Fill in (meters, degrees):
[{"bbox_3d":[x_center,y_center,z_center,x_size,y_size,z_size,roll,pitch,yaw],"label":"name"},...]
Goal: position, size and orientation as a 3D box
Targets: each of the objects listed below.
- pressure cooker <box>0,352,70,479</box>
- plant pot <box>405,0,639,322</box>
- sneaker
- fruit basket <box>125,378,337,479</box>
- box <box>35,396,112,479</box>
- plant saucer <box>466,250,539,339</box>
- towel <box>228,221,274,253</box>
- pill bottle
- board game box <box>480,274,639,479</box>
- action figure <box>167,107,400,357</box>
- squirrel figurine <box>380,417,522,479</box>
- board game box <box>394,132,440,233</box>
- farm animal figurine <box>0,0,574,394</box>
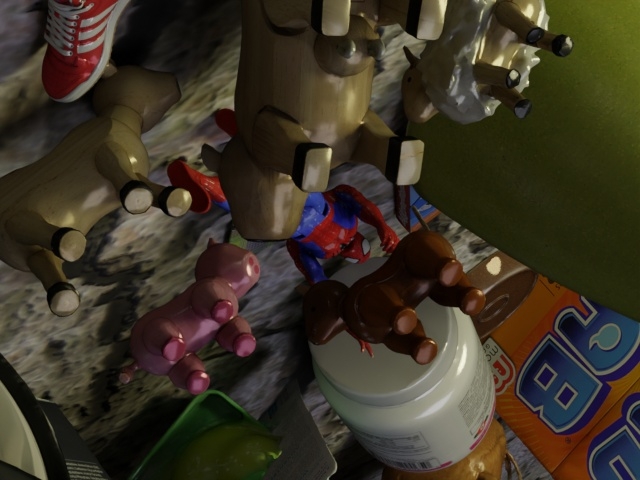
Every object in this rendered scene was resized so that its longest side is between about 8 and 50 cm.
[{"bbox_3d":[-0.317,0.209,0.889,0.370,0.375,0.420,-20,150,-36],"label":"pressure cooker"},{"bbox_3d":[0.267,-0.052,1.379,0.275,0.293,0.274,-28,143,-24],"label":"plant pot"},{"bbox_3d":[-0.146,-0.131,0.967,0.067,0.042,0.118,-11,136,-57],"label":"sneaker"},{"bbox_3d":[-0.101,0.281,1.450,0.327,0.165,0.353,-50,-165,0],"label":"fruit basket"},{"bbox_3d":[-0.231,0.242,1.302,0.153,0.207,0.108,-44,156,10],"label":"box"},{"bbox_3d":[0.188,0.069,1.889,0.168,0.029,0.168,-35,158,-17],"label":"plant saucer"},{"bbox_3d":[-0.045,-0.012,1.391,0.083,0.009,0.060,-28,155,-27],"label":"towel"},{"bbox_3d":[0.080,0.123,1.641,0.160,0.160,0.283,-39,158,-4],"label":"pill bottle"},{"bbox_3d":[0.469,0.138,2.034,0.356,0.356,0.356,-9,142,-52],"label":"board game box"},{"bbox_3d":[0.000,0.000,1.309,0.091,0.139,0.280,-45,157,8],"label":"action figure"},{"bbox_3d":[0.083,0.377,1.989,0.397,0.281,0.370,-23,146,-41],"label":"squirrel figurine"},{"bbox_3d":[0.184,-0.124,1.527,0.281,0.027,0.145,-35,155,-14],"label":"board game box"},{"bbox_3d":[-0.038,-0.068,1.081,0.330,0.172,0.326,15,103,-35],"label":"farm animal figurine"}]
